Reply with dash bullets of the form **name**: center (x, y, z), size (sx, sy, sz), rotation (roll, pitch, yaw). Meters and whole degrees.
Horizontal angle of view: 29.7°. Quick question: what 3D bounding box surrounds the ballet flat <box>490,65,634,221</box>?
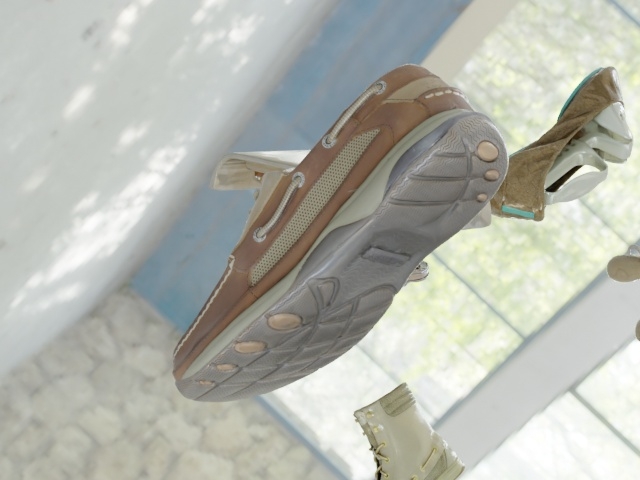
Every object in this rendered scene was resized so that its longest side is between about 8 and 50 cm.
- **ballet flat**: center (0.375, -0.132, 1.752), size (0.342, 0.124, 0.116), rotation (-40, 142, -32)

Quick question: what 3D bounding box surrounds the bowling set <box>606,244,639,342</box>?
- **bowling set**: center (0.571, 0.106, 1.773), size (0.200, 0.287, 0.154), rotation (-27, -175, -23)

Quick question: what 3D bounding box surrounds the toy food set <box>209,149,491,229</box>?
- **toy food set**: center (0.036, -0.056, 1.542), size (0.220, 0.306, 0.092), rotation (-6, 105, -45)

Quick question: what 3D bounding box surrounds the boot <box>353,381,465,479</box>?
- **boot**: center (0.106, 0.390, 2.107), size (0.262, 0.203, 0.095), rotation (-34, -179, -24)

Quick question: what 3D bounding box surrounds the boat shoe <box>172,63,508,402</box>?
- **boat shoe**: center (0.000, 0.000, 0.919), size (0.324, 0.116, 0.123), rotation (-43, 144, 19)

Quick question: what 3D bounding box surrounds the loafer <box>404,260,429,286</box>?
- **loafer**: center (0.136, 0.044, 1.876), size (0.125, 0.045, 0.039), rotation (-19, 123, -55)
